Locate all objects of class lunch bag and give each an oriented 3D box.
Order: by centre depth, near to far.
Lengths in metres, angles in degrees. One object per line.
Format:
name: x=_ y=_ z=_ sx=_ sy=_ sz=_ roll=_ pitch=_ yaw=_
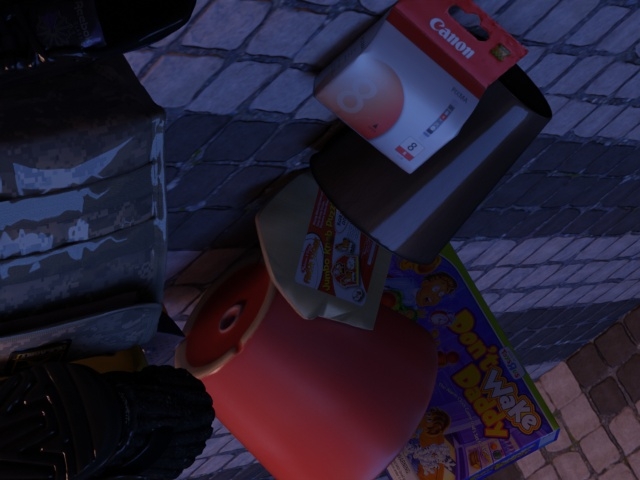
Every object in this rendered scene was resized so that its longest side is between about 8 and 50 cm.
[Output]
lunch bag: x=-0.256 y=0.007 z=1.222 sx=0.235 sy=0.169 sz=0.287 roll=-12 pitch=128 yaw=-21

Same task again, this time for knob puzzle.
knob puzzle: x=0.000 y=0.000 z=1.735 sx=0.213 sy=0.213 sz=0.030 roll=-15 pitch=-172 yaw=-33

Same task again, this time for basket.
basket: x=0.137 y=-0.107 z=1.650 sx=0.204 sy=0.154 sz=0.227 roll=30 pitch=117 yaw=-35

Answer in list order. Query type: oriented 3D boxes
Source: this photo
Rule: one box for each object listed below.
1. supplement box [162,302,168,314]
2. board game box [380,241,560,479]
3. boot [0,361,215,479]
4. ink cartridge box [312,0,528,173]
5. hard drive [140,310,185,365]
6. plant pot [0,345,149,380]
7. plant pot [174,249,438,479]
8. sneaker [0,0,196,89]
supplement box: x=-0.245 y=0.101 z=1.800 sx=0.098 sy=0.036 sz=0.062 roll=-12 pitch=154 yaw=-38
board game box: x=0.143 y=0.175 z=2.036 sx=0.233 sy=0.347 sz=0.078 roll=-28 pitch=160 yaw=-6
boot: x=-0.287 y=0.200 z=1.329 sx=0.348 sy=0.131 sz=0.260 roll=-14 pitch=171 yaw=12
ink cartridge box: x=0.104 y=-0.168 z=1.500 sx=0.145 sy=0.045 sz=0.179 roll=37 pitch=121 yaw=-25
hard drive: x=-0.302 y=0.120 z=1.681 sx=0.255 sy=0.054 sz=0.172 roll=9 pitch=142 yaw=-43
plant pot: x=-0.303 y=0.067 z=1.436 sx=0.212 sy=0.212 sz=0.187 roll=-23 pitch=146 yaw=-17
plant pot: x=-0.031 y=0.157 z=1.833 sx=0.275 sy=0.275 sz=0.243 roll=-39 pitch=118 yaw=25
sneaker: x=-0.222 y=-0.160 z=1.063 sx=0.283 sy=0.107 sz=0.124 roll=-24 pitch=-162 yaw=-32
